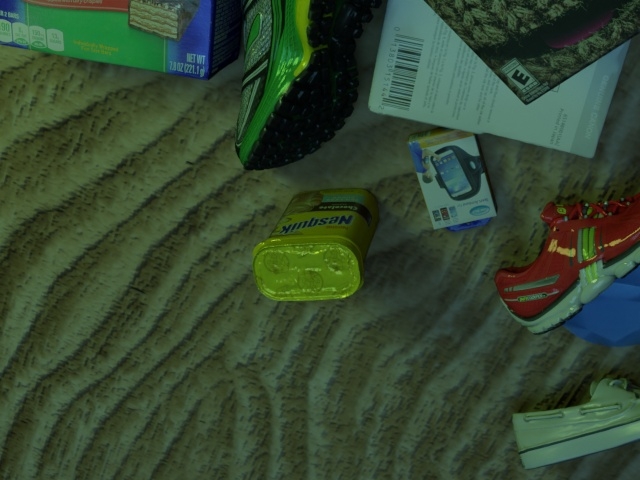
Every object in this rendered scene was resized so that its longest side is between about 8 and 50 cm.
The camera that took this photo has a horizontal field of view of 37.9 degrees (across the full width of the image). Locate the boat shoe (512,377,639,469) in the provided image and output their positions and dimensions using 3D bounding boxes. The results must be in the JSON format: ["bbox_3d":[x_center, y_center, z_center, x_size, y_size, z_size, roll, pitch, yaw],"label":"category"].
[{"bbox_3d":[0.372,0.218,1.189,0.267,0.096,0.088,-25,70,28],"label":"boat shoe"}]

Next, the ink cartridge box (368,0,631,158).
[{"bbox_3d":[0.206,-0.258,1.007,0.261,0.066,0.296,14,118,6],"label":"ink cartridge box"}]

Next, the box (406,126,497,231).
[{"bbox_3d":[0.162,-0.071,1.130,0.081,0.028,0.136,-13,110,18],"label":"box"}]

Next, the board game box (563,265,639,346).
[{"bbox_3d":[0.357,0.047,1.140,0.133,0.033,0.169,7,111,14],"label":"board game box"}]

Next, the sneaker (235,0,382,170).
[{"bbox_3d":[-0.030,-0.227,1.064,0.146,0.134,0.343,46,132,31],"label":"sneaker"}]

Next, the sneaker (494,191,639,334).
[{"bbox_3d":[0.310,-0.008,1.063,0.279,0.107,0.118,-44,82,22],"label":"sneaker"}]

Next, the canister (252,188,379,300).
[{"bbox_3d":[0.000,0.000,1.121,0.126,0.170,0.073,-4,114,14],"label":"canister"}]

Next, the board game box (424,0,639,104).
[{"bbox_3d":[0.185,-0.306,0.820,0.291,0.141,0.232,43,146,-9],"label":"board game box"}]

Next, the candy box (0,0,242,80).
[{"bbox_3d":[-0.219,-0.360,1.025,0.268,0.122,0.317,11,116,8],"label":"candy box"}]
